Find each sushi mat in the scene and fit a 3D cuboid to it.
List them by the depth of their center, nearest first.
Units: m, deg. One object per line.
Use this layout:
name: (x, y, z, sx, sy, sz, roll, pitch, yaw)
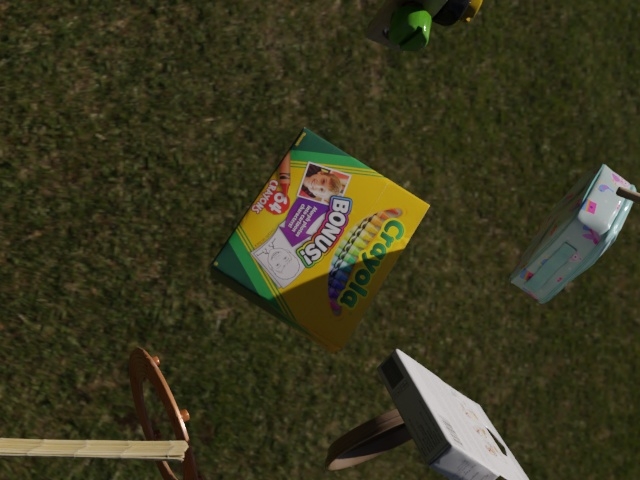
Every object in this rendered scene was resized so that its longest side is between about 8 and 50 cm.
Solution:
sushi mat: (-0.359, 0.315, 1.323, 0.316, 0.151, 0.019, 2, 82, -6)

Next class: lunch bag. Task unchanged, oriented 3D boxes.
lunch bag: (0.502, -0.001, 1.759, 0.108, 0.279, 0.224, 34, 52, 4)

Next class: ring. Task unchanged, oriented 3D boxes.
ring: (-0.302, 0.368, 1.723, 0.032, 0.336, 0.337, -19, 107, -26)

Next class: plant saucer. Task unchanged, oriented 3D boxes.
plant saucer: (0.130, 0.420, 1.892, 0.278, 0.278, 0.041, -3, 59, -45)

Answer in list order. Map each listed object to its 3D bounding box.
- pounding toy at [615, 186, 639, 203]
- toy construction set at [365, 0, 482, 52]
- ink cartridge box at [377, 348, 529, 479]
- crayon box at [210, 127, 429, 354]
pounding toy: (0.403, -0.007, 0.909, 0.130, 0.141, 0.100, 23, 64, -33)
toy construction set: (0.015, -0.281, 0.791, 0.257, 0.309, 0.237, 22, 68, -42)
ink cartridge box: (0.235, 0.332, 1.521, 0.239, 0.275, 0.060, 37, 102, -28)
crayon box: (0.000, 0.000, 1.820, 0.313, 0.106, 0.363, 32, 73, 3)
